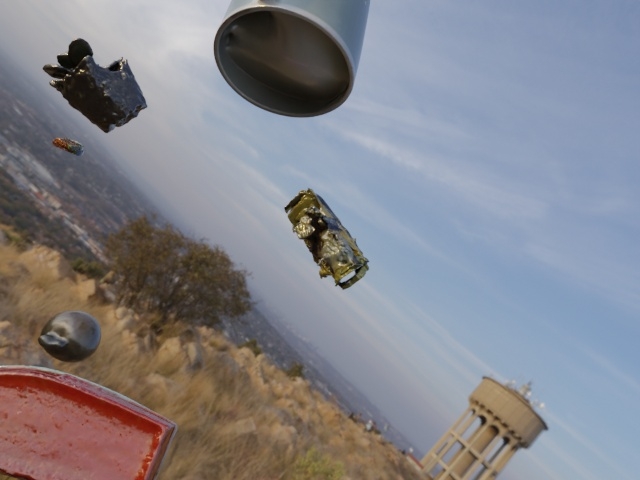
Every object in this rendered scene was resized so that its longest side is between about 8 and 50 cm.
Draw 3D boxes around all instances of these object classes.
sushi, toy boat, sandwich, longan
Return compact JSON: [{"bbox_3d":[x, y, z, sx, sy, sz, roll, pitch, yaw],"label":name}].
[{"bbox_3d":[0.003,0.002,1.219,0.291,0.139,0.131,54,11,23],"label":"sushi"},{"bbox_3d":[-0.387,0.270,0.702,0.332,0.145,0.133,22,-24,-7],"label":"toy boat"},{"bbox_3d":[-0.610,-0.231,1.175,0.069,0.026,0.101,24,4,-24],"label":"sandwich"},{"bbox_3d":[-0.472,0.182,0.909,0.106,0.106,0.119,44,8,10],"label":"longan"}]

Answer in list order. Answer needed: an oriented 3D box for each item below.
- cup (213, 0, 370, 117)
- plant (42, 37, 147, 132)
[{"bbox_3d":[-0.051,-0.449,0.885,0.260,0.274,0.356,5,-28,17],"label":"cup"},{"bbox_3d":[-0.697,-0.491,1.521,0.199,0.188,0.276,-25,-65,35],"label":"plant"}]
